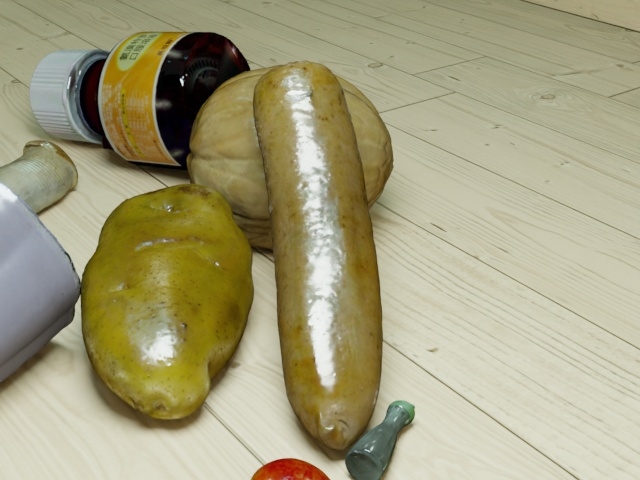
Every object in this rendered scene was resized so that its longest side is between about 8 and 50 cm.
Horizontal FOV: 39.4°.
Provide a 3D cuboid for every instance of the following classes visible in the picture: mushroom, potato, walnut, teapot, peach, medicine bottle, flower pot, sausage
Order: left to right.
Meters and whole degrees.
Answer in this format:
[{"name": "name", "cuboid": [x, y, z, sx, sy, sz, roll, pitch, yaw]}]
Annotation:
[{"name": "flower pot", "cuboid": [-0.436, 0.077, 0.977, 0.265, 0.265, 0.243, 13, 43, 20]}, {"name": "mushroom", "cuboid": [-0.481, -0.056, 1.362, 0.123, 0.095, 0.351, 21, 32, -1]}, {"name": "medicine bottle", "cuboid": [-0.329, -0.244, 1.577, 0.395, 0.242, 0.242, 4, 27, 29]}, {"name": "potato", "cuboid": [-0.187, 0.068, 1.099, 0.176, 0.195, 0.369, -37, 29, 22]}, {"name": "peach", "cuboid": [-0.028, 0.246, 0.859, 0.098, 0.061, 0.098, 0, 22, 0]}, {"name": "walnut", "cuboid": [-0.040, -0.124, 1.325, 0.313, 0.277, 0.251, -1, 66, -16]}, {"name": "sausage", "cuboid": [0.001, 0.001, 1.058, 0.123, 0.136, 0.500, -15, 64, 17]}, {"name": "teapot", "cuboid": [0.068, 0.211, 0.952, 0.043, 0.042, 0.111, 15, 28, 23]}]
